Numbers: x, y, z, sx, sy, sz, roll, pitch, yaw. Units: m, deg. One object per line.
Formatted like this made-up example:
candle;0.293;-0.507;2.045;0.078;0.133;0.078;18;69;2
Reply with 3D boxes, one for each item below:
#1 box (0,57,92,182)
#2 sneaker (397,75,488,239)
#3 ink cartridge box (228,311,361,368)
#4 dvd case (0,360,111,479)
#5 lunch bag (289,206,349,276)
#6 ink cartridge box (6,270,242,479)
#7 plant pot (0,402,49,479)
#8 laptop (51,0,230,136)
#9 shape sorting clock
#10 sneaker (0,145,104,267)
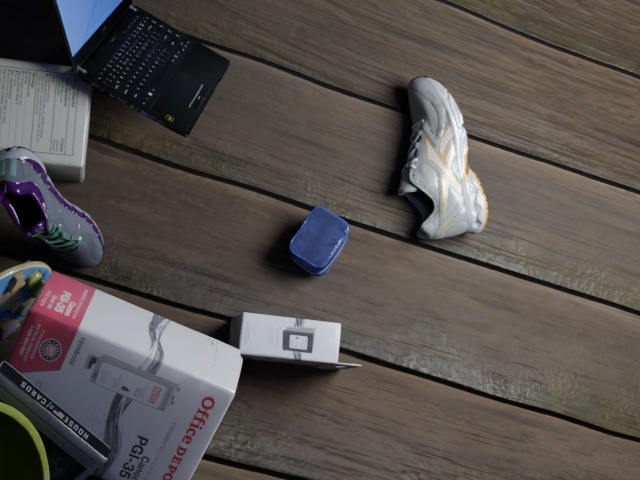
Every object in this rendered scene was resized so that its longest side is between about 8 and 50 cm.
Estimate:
box;-0.476;-0.171;1.337;0.311;0.121;0.148;6;80;-14
sneaker;0.167;-0.125;1.513;0.121;0.099;0.263;-16;85;-12
ink cartridge box;-0.037;0.147;1.412;0.180;0.104;0.060;8;79;-14
dvd case;-0.408;0.280;1.247;0.179;0.030;0.238;43;114;-14
lunch bag;0.000;0.000;1.465;0.067;0.065;0.098;34;75;9
ink cartridge box;-0.271;0.198;1.293;0.283;0.117;0.207;24;109;-10
plant pot;-0.568;0.304;1.102;0.352;0.366;0.367;15;75;24
laptop;-0.244;-0.309;1.353;0.264;0.137;0.234;29;37;-9
shape sorting clock;-0.432;0.102;1.264;0.206;0.206;0.040;-39;84;-17
sneaker;-0.369;-0.018;1.306;0.083;0.098;0.224;-23;132;12
